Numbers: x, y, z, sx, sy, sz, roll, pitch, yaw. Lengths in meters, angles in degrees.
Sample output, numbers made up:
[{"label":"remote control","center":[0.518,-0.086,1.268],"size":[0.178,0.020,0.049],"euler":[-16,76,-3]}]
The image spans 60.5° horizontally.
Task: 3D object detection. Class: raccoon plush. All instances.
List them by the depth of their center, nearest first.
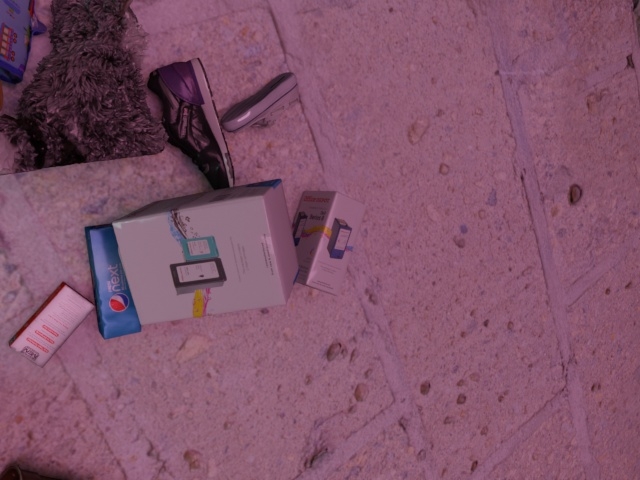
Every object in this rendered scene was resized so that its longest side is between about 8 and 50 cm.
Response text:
[{"label":"raccoon plush","center":[-0.376,-0.268,0.835],"size":[0.216,0.446,0.299],"euler":[-6,103,-2]}]

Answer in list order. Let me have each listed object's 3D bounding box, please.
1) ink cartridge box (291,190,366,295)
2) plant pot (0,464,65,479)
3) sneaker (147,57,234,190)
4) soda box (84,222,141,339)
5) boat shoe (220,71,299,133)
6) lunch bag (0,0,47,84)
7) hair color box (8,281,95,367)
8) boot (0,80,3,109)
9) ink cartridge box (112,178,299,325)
[{"label":"ink cartridge box","center":[0.000,0.000,1.227],"size":[0.093,0.154,0.212],"euler":[23,85,-30]},{"label":"plant pot","center":[-0.496,0.504,0.986],"size":[0.165,0.167,0.167],"euler":[29,80,-38]},{"label":"sneaker","center":[-0.259,-0.206,1.093],"size":[0.124,0.107,0.283],"euler":[-18,103,-12]},{"label":"soda box","center":[-0.395,0.074,1.044],"size":[0.071,0.067,0.210],"euler":[-9,100,-30]},{"label":"boat shoe","center":[-0.112,-0.274,1.154],"size":[0.226,0.083,0.076],"euler":[-45,126,-32]},{"label":"lunch bag","center":[-0.542,-0.386,0.824],"size":[0.293,0.138,0.221],"euler":[14,77,-64]},{"label":"hair color box","center":[-0.492,0.153,1.008],"size":[0.072,0.043,0.141],"euler":[47,71,-27]},{"label":"boot","center":[-0.541,-0.233,0.651],"size":[0.269,0.089,0.236],"euler":[-13,103,7]},{"label":"ink cartridge box","center":[-0.198,0.015,1.015],"size":[0.270,0.198,0.197],"euler":[-9,104,8]}]
